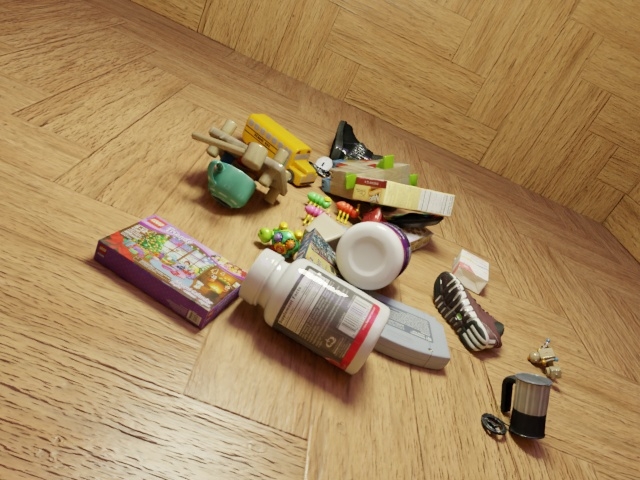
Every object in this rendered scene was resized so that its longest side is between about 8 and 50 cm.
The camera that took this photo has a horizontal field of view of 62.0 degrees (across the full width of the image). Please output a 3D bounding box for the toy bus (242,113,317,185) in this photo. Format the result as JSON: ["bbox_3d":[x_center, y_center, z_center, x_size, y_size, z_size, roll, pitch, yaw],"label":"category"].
[{"bbox_3d":[-0.148,-0.343,2.021,0.332,0.130,0.108,40,29,24],"label":"toy bus"}]

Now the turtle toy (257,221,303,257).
[{"bbox_3d":[-0.114,0.001,1.500,0.130,0.095,0.066,29,47,7],"label":"turtle toy"}]

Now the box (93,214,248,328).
[{"bbox_3d":[-0.329,0.061,1.214,0.293,0.057,0.201,31,26,8],"label":"box"}]

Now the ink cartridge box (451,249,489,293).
[{"bbox_3d":[0.544,0.103,1.934,0.115,0.067,0.198,29,26,5],"label":"ink cartridge box"}]

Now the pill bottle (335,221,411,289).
[{"bbox_3d":[0.163,0.036,1.528,0.181,0.182,0.323,33,10,11],"label":"pill bottle"}]

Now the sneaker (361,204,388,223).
[{"bbox_3d":[0.210,-0.050,1.823,0.128,0.087,0.221,48,16,-6],"label":"sneaker"}]

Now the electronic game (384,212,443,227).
[{"bbox_3d":[0.344,-0.081,1.991,0.229,0.048,0.229,-4,7,1],"label":"electronic game"}]

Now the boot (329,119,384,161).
[{"bbox_3d":[0.181,-0.409,2.436,0.260,0.131,0.348,17,38,-5],"label":"boot"}]

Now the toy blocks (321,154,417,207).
[{"bbox_3d":[0.152,-0.249,2.064,0.381,0.191,0.261,-16,25,-38],"label":"toy blocks"}]

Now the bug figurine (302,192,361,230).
[{"bbox_3d":[0.045,-0.084,1.804,0.216,0.072,0.279,24,27,-7],"label":"bug figurine"}]

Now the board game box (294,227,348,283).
[{"bbox_3d":[0.008,0.074,1.411,0.165,0.042,0.243,52,16,-11],"label":"board game box"}]

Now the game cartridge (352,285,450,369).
[{"bbox_3d":[0.194,0.229,1.404,0.297,0.062,0.198,23,31,-8],"label":"game cartridge"}]

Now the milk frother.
[{"bbox_3d":[0.466,0.392,1.269,0.129,0.135,0.143,9,5,44],"label":"milk frother"}]

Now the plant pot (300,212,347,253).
[{"bbox_3d":[0.000,0.000,1.585,0.109,0.109,0.096,39,40,23],"label":"plant pot"}]

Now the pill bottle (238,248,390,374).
[{"bbox_3d":[-0.018,0.151,1.208,0.318,0.176,0.176,30,27,6],"label":"pill bottle"}]

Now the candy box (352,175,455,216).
[{"bbox_3d":[0.294,-0.154,1.879,0.316,0.088,0.183,7,8,-33],"label":"candy box"}]

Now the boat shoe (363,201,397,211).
[{"bbox_3d":[0.239,-0.160,2.135,0.152,0.056,0.049,20,32,-13],"label":"boat shoe"}]

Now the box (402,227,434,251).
[{"bbox_3d":[0.301,0.004,1.891,0.063,0.067,0.324,39,28,23],"label":"box"}]

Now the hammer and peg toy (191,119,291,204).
[{"bbox_3d":[-0.222,-0.257,1.614,0.266,0.127,0.361,30,-11,6],"label":"hammer and peg toy"}]

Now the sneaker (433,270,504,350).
[{"bbox_3d":[0.460,0.223,1.626,0.162,0.106,0.281,15,39,-34],"label":"sneaker"}]

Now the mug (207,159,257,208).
[{"bbox_3d":[-0.280,-0.163,1.581,0.157,0.097,0.129,33,-11,-17],"label":"mug"}]

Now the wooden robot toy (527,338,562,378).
[{"bbox_3d":[0.669,0.366,1.610,0.079,0.076,0.173,-7,25,11],"label":"wooden robot toy"}]

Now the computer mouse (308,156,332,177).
[{"bbox_3d":[0.011,-0.318,2.222,0.106,0.042,0.193,27,27,2],"label":"computer mouse"}]
